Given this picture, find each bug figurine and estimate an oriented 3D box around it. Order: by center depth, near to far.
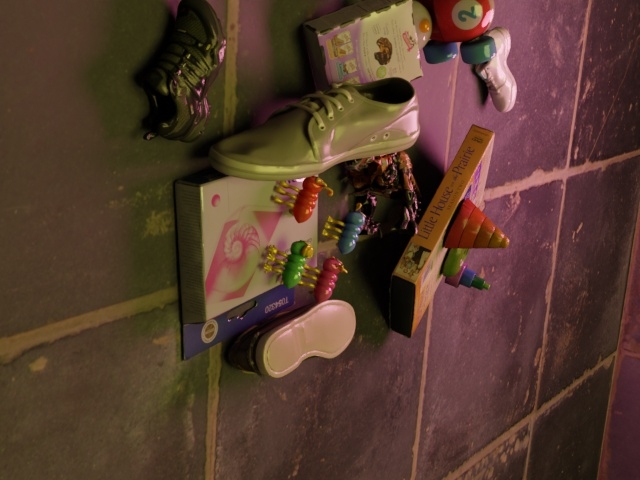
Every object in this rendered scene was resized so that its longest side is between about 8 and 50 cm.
[{"bbox_3d":[0.000,0.000,1.791,0.279,0.072,0.216,33,73,-58],"label":"bug figurine"}]

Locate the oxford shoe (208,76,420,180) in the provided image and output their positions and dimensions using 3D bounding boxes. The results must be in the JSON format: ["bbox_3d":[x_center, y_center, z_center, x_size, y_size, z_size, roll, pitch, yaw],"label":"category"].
[{"bbox_3d":[-0.002,-0.202,1.699,0.449,0.169,0.130,-18,128,-35],"label":"oxford shoe"}]

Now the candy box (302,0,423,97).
[{"bbox_3d":[0.082,-0.353,1.822,0.196,0.070,0.164,-24,126,-15],"label":"candy box"}]

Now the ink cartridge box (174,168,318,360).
[{"bbox_3d":[-0.119,0.019,1.744,0.324,0.071,0.330,-26,121,-50],"label":"ink cartridge box"}]

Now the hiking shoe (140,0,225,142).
[{"bbox_3d":[-0.213,-0.258,1.485,0.114,0.086,0.226,-12,112,-57],"label":"hiking shoe"}]

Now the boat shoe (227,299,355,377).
[{"bbox_3d":[-0.046,0.185,1.886,0.324,0.097,0.116,-19,104,-55],"label":"boat shoe"}]

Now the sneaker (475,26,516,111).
[{"bbox_3d":[0.415,-0.405,2.383,0.094,0.080,0.212,-29,119,-34],"label":"sneaker"}]

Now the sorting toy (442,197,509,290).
[{"bbox_3d":[0.358,0.035,2.233,0.127,0.126,0.365,-61,164,-20],"label":"sorting toy"}]

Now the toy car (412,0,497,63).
[{"bbox_3d":[0.202,-0.434,1.949,0.238,0.210,0.219,-32,117,-31],"label":"toy car"}]

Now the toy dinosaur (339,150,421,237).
[{"bbox_3d":[0.141,-0.121,2.015,0.322,0.164,0.218,8,80,-40],"label":"toy dinosaur"}]

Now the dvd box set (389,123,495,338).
[{"bbox_3d":[0.274,-0.015,2.229,0.420,0.062,0.307,-60,164,-23],"label":"dvd box set"}]
